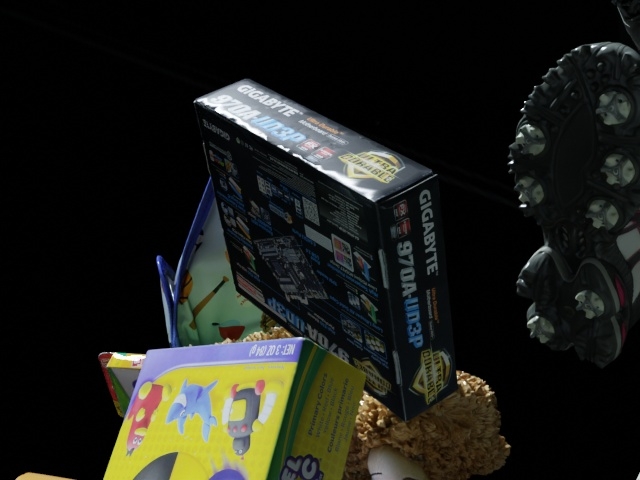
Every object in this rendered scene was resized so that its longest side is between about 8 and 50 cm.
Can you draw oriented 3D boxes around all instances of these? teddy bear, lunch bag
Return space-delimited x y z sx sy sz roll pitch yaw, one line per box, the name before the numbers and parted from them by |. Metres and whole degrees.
teddy bear | 0.000 0.180 0.957 0.338 0.113 0.245 14 -53 27
lunch bag | -0.105 0.060 1.551 0.239 0.385 0.328 19 -13 6

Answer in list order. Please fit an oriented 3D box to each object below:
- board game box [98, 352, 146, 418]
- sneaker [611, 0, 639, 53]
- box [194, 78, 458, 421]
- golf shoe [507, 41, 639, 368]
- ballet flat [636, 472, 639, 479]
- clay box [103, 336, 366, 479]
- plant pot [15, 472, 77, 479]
board game box | -0.161 0.205 1.329 0.259 0.039 0.124 3 -53 17
sneaker | 0.219 -0.214 0.744 0.078 0.106 0.234 175 -96 -72
box | 0.000 0.000 0.719 0.220 0.051 0.175 32 -39 47
golf shoe | 0.213 -0.036 0.777 0.105 0.120 0.272 27 -42 34
ballet flat | 0.226 0.210 0.501 0.182 0.482 0.164 8 -42 22
clay box | -0.063 0.159 0.490 0.127 0.222 0.053 -11 -36 44
plant pot | -0.193 0.292 0.877 0.188 0.205 0.205 22 -45 3
